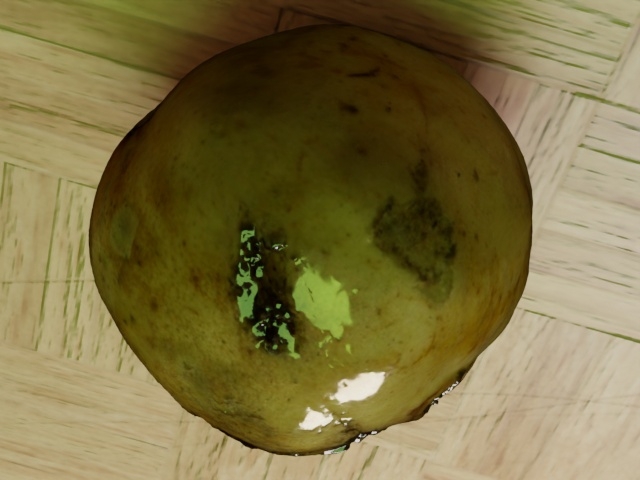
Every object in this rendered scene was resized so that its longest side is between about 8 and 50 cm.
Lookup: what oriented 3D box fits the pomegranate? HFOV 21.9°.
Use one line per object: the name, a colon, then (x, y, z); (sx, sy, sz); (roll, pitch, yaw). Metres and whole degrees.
pomegranate: (0.000, 0.000, 0.974); (0.260, 0.260, 0.260); (7, 137, 7)
